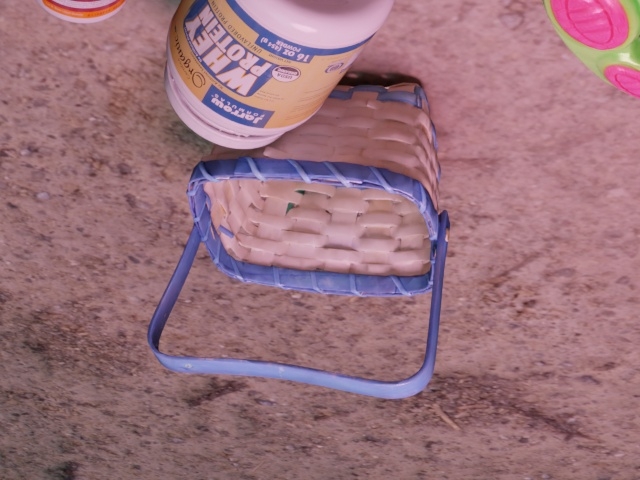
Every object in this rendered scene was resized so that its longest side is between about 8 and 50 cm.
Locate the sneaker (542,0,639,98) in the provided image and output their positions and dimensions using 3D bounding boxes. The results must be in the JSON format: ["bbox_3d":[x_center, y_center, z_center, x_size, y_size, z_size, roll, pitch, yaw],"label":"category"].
[{"bbox_3d":[0.186,-0.280,0.594,0.185,0.202,0.482,0,131,21],"label":"sneaker"}]

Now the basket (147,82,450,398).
[{"bbox_3d":[0.000,0.000,1.091,0.255,0.288,0.201,7,144,17],"label":"basket"}]

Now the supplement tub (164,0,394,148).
[{"bbox_3d":[-0.040,-0.173,0.962,0.144,0.144,0.199,21,149,-13],"label":"supplement tub"}]

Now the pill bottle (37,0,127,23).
[{"bbox_3d":[-0.188,-0.249,0.951,0.086,0.086,0.152,16,150,-5],"label":"pill bottle"}]
